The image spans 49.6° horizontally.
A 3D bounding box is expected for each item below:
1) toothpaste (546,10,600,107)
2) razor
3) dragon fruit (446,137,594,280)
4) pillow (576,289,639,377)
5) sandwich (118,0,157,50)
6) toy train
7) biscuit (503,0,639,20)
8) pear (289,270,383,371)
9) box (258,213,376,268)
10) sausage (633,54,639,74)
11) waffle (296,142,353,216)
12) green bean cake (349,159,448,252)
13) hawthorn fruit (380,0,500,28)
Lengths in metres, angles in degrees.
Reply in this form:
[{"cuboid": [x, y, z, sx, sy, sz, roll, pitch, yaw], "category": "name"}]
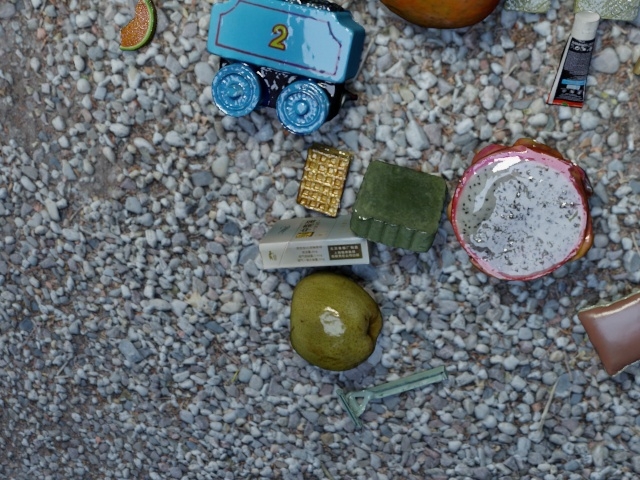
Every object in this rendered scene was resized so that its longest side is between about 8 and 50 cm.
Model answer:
[{"cuboid": [0.487, -0.340, 1.331, 0.071, 0.045, 0.194, 8, 135, 11], "category": "toothpaste"}, {"cuboid": [0.185, 0.369, 1.724, 0.277, 0.056, 0.111, -24, 106, 14], "category": "razor"}, {"cuboid": [0.404, -0.072, 1.412, 0.290, 0.189, 0.291, 4, 105, 14], "category": "dragon fruit"}, {"cuboid": [0.675, 0.192, 1.507, 0.179, 0.075, 0.171, -27, 98, 20], "category": "pillow"}, {"cuboid": [-0.395, -0.466, 1.519, 0.067, 0.029, 0.135, 41, 117, 1], "category": "sandwich"}, {"cuboid": [-0.066, -0.366, 1.399, 0.300, 0.188, 0.265, 15, 111, 9], "category": "toy train"}, {"cuboid": [0.472, -0.489, 1.284, 0.249, 0.046, 0.147, 10, 114, 10], "category": "biscuit"}, {"cuboid": [0.036, 0.186, 1.599, 0.211, 0.188, 0.229, 7, 112, 14], "category": "pear"}, {"cuboid": [0.000, 0.000, 1.550, 0.242, 0.155, 0.067, -4, 110, 14], "category": "box"}, {"cuboid": [0.630, -0.375, 1.306, 0.024, 0.024, 0.132, 22, 115, 4], "category": "sausage"}, {"cuboid": [0.009, -0.136, 1.551, 0.102, 0.042, 0.148, 17, 115, 5], "category": "waffle"}, {"cuboid": [0.164, -0.068, 1.460, 0.183, 0.185, 0.094, 17, 134, 4], "category": "green bean cake"}, {"cuboid": [0.185, -0.509, 1.202, 0.298, 0.277, 0.277, -10, 108, -31], "category": "hawthorn fruit"}]
